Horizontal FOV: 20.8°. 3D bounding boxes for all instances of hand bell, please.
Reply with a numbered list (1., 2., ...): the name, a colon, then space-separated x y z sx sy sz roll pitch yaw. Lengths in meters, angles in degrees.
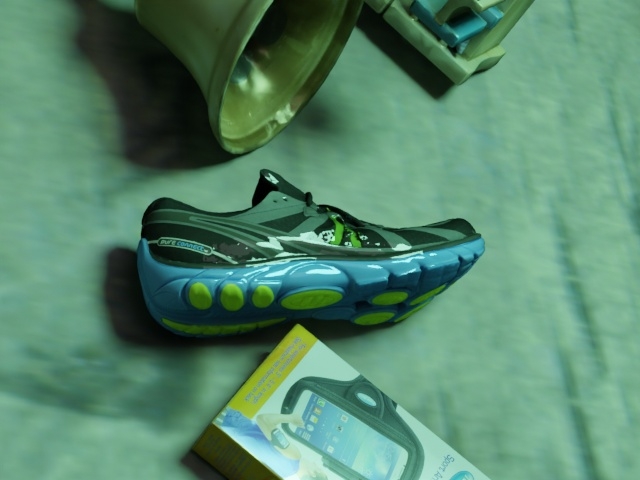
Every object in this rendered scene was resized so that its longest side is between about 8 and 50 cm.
1. hand bell: -0.108 -0.159 0.910 0.242 0.126 0.126 33 43 16

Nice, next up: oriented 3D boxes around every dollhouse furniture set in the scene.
1. dollhouse furniture set: 0.054 -0.166 0.940 0.129 0.129 0.183 43 30 8

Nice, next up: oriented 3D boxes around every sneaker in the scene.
1. sneaker: 0.000 0.000 0.842 0.188 0.067 0.078 -2 61 -29

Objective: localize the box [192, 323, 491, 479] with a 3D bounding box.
1. box: 0.018 0.107 0.792 0.136 0.028 0.081 37 44 4
